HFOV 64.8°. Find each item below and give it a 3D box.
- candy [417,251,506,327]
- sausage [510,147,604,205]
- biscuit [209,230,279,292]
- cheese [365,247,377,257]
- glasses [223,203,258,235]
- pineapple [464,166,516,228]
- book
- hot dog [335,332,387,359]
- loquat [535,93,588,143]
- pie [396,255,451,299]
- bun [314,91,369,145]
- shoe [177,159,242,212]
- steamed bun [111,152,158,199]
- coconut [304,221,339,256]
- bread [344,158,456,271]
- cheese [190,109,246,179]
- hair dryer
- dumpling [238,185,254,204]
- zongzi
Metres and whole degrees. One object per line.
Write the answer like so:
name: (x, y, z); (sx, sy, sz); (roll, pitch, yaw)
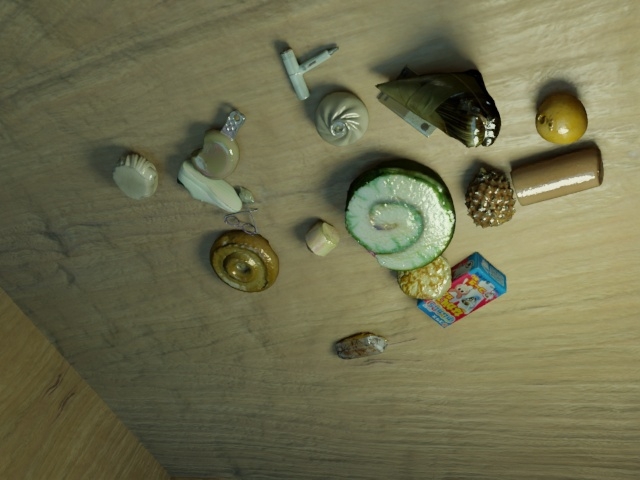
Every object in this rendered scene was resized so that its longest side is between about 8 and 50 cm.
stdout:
candy: (0.520, 0.191, 1.880); (0.157, 0.100, 0.306); (38, 129, -15)
sausage: (0.714, -0.191, 1.510); (0.253, 0.123, 0.123); (-16, 121, 27)
biscuit: (-0.313, 0.095, 2.052); (0.297, 0.102, 0.296); (9, 128, 12)
cheese: (0.265, -0.010, 1.821); (0.155, 0.062, 0.244); (43, 126, -15)
glasses: (-0.288, -0.091, 1.921); (0.140, 0.062, 0.103); (27, 128, -7)
pineapple: (0.526, -0.140, 1.580); (0.166, 0.166, 0.193); (-13, 110, 25)
book: (0.293, -0.416, 1.525); (0.199, 0.016, 0.138); (34, 128, -10)
hot dog: (0.173, 0.468, 2.221); (0.253, 0.069, 0.131); (-21, 128, 32)
loquat: (0.669, -0.333, 1.402); (0.141, 0.141, 0.141); (8, 129, 10)
pie: (0.378, 0.126, 1.838); (0.205, 0.084, 0.178); (9, 92, 30)
bun: (0.062, -0.370, 1.564); (0.173, 0.119, 0.172); (7, 126, 10)
shoe: (-0.417, -0.184, 1.874); (0.265, 0.095, 0.110); (42, 132, -10)
steamed bun: (-0.687, -0.247, 1.890); (0.183, 0.106, 0.182); (10, 129, 13)
coconut: (0.000, 0.000, 1.874); (0.116, 0.116, 0.122); (42, 121, -17)
bread: (0.262, -0.075, 1.691); (0.367, 0.129, 0.381); (5, 115, 7)
cheese: (-0.340, -0.334, 1.739); (0.163, 0.082, 0.286); (30, 127, -9)
hair dryer: (-0.012, -0.522, 1.520); (0.183, 0.044, 0.154); (-11, 125, 20)
dumpling: (-0.279, -0.162, 1.878); (0.077, 0.043, 0.059); (29, 151, -11)
zongzi: (0.307, -0.358, 1.367); (0.318, 0.289, 0.154); (2, 124, 4)
